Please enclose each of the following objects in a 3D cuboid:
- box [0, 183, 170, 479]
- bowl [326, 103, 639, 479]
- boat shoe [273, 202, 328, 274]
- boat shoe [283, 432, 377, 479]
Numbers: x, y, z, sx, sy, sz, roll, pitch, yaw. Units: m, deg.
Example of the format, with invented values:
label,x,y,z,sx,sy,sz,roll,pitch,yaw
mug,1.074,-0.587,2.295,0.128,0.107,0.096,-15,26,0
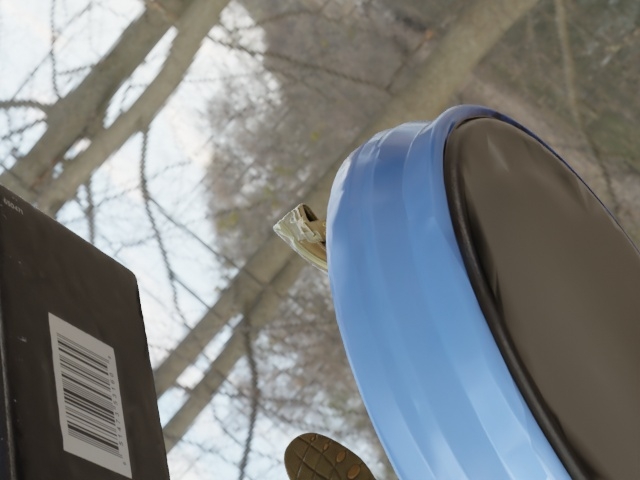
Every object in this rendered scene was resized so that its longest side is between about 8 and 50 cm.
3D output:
label,x,y,z,sx,sy,sz,roll,pitch,yaw
box,-0.273,0.168,0.759,0.183,0.294,0.296,42,-154,-52
bowl,0.158,0.085,0.700,0.391,0.077,0.391,39,-149,-30
boat shoe,0.000,0.000,1.088,0.050,0.045,0.135,37,-178,-39
boat shoe,0.036,0.242,0.992,0.178,0.064,0.060,38,158,24
